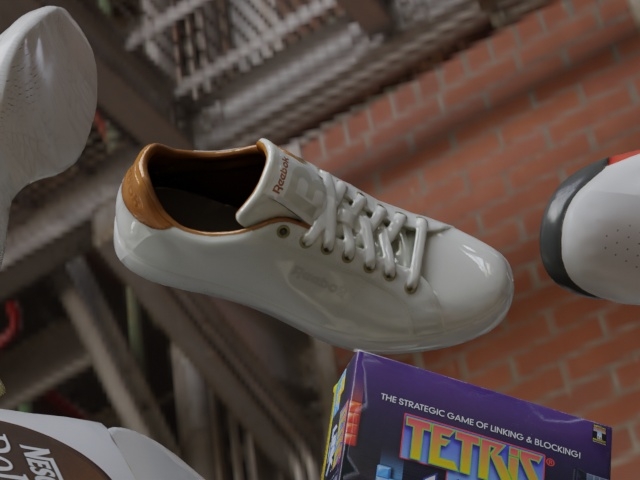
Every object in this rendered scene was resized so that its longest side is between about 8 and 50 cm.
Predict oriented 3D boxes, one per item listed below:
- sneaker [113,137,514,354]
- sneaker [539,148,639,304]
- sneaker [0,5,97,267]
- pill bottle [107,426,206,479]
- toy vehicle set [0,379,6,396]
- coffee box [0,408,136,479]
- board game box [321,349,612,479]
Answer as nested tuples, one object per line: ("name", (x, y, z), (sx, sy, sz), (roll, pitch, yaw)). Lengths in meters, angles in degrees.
("sneaker", (0.000, 0.000, 1.211), (0.290, 0.105, 0.123), (10, -32, -3))
("sneaker", (0.266, 0.002, 0.959), (0.270, 0.145, 0.090), (3, -83, -27))
("sneaker", (-0.184, -0.042, 0.858), (0.094, 0.212, 0.080), (-2, -49, 25))
("pill bottle", (-0.213, 0.314, 1.224), (0.361, 0.204, 0.204), (-45, -52, 8))
("toy vehicle set", (-0.337, 0.109, 0.999), (0.267, 0.035, 0.166), (-39, -68, -8))
("coffee box", (-0.255, 0.286, 0.837), (0.334, 0.337, 0.338), (11, -73, -26))
("board game box", (0.086, 0.153, 1.028), (0.170, 0.141, 0.048), (17, -41, -9))
